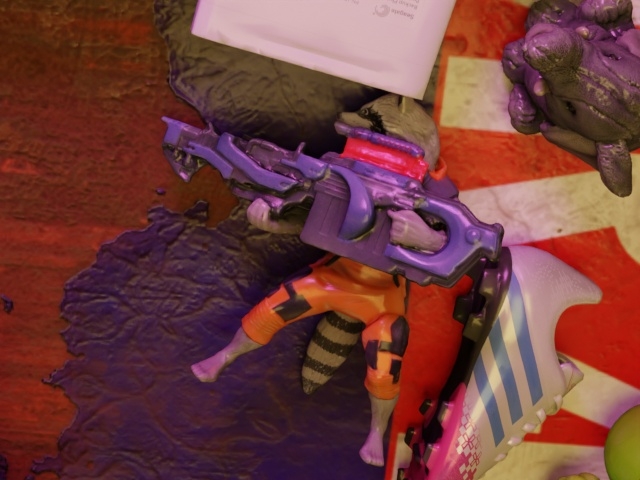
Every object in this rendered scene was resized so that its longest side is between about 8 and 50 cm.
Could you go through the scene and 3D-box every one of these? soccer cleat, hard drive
[{"bbox_3d":[0.180,0.168,1.226,0.143,0.116,0.331,16,107,-7],"label":"soccer cleat"},{"bbox_3d":[0.036,-0.297,1.015,0.210,0.040,0.319,14,107,-13],"label":"hard drive"}]

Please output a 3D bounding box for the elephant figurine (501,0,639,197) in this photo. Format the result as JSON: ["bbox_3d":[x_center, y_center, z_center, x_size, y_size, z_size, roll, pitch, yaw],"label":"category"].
[{"bbox_3d":[0.246,-0.123,1.063,0.186,0.239,0.169,-4,109,-1],"label":"elephant figurine"}]

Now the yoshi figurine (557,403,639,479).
[{"bbox_3d":[0.337,0.315,1.284,0.203,0.203,0.362,35,126,27],"label":"yoshi figurine"}]

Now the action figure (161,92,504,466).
[{"bbox_3d":[0.000,0.000,1.170,0.341,0.178,0.330,28,100,17],"label":"action figure"}]
